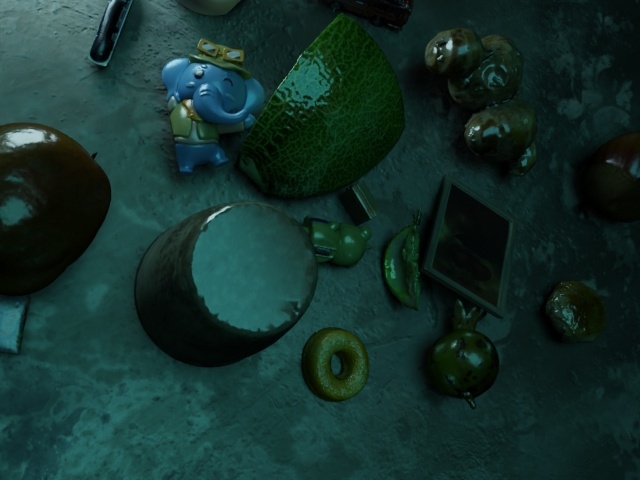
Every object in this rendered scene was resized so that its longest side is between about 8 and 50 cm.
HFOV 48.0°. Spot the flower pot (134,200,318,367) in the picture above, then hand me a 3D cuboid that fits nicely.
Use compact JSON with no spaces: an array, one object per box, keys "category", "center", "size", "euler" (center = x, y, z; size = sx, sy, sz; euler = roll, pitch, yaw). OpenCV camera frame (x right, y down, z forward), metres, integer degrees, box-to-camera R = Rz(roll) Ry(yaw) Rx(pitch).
[{"category":"flower pot","center":[-0.156,0.066,1.261],"size":[0.293,0.330,0.294],"euler":[5,76,-21]}]

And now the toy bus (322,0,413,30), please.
[{"category":"toy bus","center":[0.098,-0.547,1.611],"size":[0.234,0.096,0.074],"euler":[13,77,-17]}]

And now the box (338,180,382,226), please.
[{"category":"box","center":[0.082,-0.079,1.516],"size":[0.035,0.079,0.083],"euler":[-31,93,-23]}]

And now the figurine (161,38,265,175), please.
[{"category":"figurine","center":[-0.209,-0.257,1.405],"size":[0.179,0.154,0.262],"euler":[-6,78,18]}]

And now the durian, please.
[{"category":"durian","center":[0.189,0.041,1.521],"size":[0.086,0.100,0.216],"euler":[1,85,-24]}]

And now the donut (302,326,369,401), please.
[{"category":"donut","center":[0.035,0.249,1.445],"size":[0.151,0.058,0.152],"euler":[3,80,-21]}]

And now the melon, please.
[{"category":"melon","center":[-0.007,-0.237,1.470],"size":[0.344,0.226,0.331],"euler":[-56,143,-23]}]

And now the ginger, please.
[{"category":"ginger","center":[0.382,-0.314,1.632],"size":[0.256,0.176,0.375],"euler":[-35,103,-43]}]

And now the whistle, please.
[{"category":"whistle","center":[0.000,0.000,1.463],"size":[0.227,0.105,0.085],"euler":[10,35,-19]}]

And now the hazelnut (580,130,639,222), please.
[{"category":"hazelnut","center":[0.725,-0.156,1.738],"size":[0.186,0.210,0.210],"euler":[-21,87,7]}]

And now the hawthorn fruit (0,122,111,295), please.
[{"category":"hawthorn fruit","center":[-0.483,-0.071,1.196],"size":[0.268,0.267,0.301],"euler":[50,62,-5]}]

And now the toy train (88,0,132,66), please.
[{"category":"toy train","center":[-0.408,-0.434,1.417],"size":[0.043,0.047,0.208],"euler":[20,74,-15]}]

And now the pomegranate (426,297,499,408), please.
[{"category":"pomegranate","center":[0.310,0.233,1.506],"size":[0.156,0.156,0.220],"euler":[39,59,-10]}]

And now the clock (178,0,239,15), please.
[{"category":"clock","center":[-0.232,-0.577,1.504],"size":[0.196,0.068,0.197],"euler":[4,78,-20]}]

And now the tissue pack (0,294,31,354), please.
[{"category":"tissue pack","center":[-0.581,0.134,1.227],"size":[0.148,0.060,0.109],"euler":[11,77,-18]}]

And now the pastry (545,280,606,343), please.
[{"category":"pastry","center":[0.592,0.166,1.661],"size":[0.153,0.081,0.153],"euler":[4,76,-16]}]

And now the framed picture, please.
[{"category":"framed picture","center":[0.334,0.008,1.578],"size":[0.211,0.020,0.290],"euler":[32,49,-13]}]
